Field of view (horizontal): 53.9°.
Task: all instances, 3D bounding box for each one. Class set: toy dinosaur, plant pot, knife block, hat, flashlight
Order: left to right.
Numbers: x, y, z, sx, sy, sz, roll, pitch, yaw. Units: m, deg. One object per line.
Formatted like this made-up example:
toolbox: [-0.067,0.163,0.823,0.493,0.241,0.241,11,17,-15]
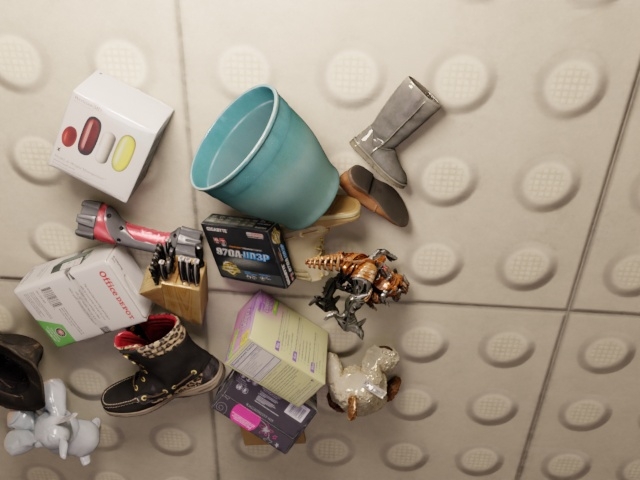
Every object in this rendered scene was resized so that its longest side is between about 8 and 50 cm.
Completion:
hat: [-0.892,0.355,1.831,0.332,0.134,0.331,13,126,18]
flashlight: [-0.454,-0.024,1.594,0.304,0.103,0.103,12,148,-8]
knife block: [-0.324,0.103,1.584,0.242,0.088,0.276,-16,139,35]
plant pot: [-0.103,-0.161,1.398,0.272,0.271,0.255,-38,127,23]
toy dinosaur: [0.084,0.102,1.577,0.322,0.164,0.218,28,98,-19]

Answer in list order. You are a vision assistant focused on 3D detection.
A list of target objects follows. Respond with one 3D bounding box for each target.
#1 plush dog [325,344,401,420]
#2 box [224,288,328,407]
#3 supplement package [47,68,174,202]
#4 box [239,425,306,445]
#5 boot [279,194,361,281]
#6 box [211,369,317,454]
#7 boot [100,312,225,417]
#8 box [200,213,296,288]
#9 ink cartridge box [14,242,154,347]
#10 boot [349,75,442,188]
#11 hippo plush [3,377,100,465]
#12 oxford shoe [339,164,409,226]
plush dog: [0.116,0.434,1.800,0.263,0.210,0.225,-12,147,13]
box: [-0.111,0.287,1.689,0.243,0.213,0.117,35,117,-17]
supplement package: [-0.473,-0.236,1.427,0.194,0.149,0.203,26,121,-12]
box: [-0.156,0.585,1.990,0.202,0.021,0.164,-4,121,6]
boot: [0.000,0.000,1.563,0.262,0.095,0.203,-9,121,22]
box: [-0.151,0.442,1.759,0.247,0.142,0.163,35,95,-6]
boot: [-0.491,0.351,1.764,0.378,0.138,0.284,-15,134,9]
box: [-0.180,0.026,1.573,0.220,0.051,0.175,8,128,33]
ink cartridge box: [-0.621,0.143,1.687,0.289,0.121,0.211,-17,119,13]
boot: [0.194,-0.241,1.435,0.190,0.076,0.208,39,110,-21]
hippo plush: [-0.786,0.563,1.945,0.295,0.234,0.236,-6,153,25]
oxford shoe: [0.131,-0.102,1.530,0.212,0.076,0.076,39,146,-21]
